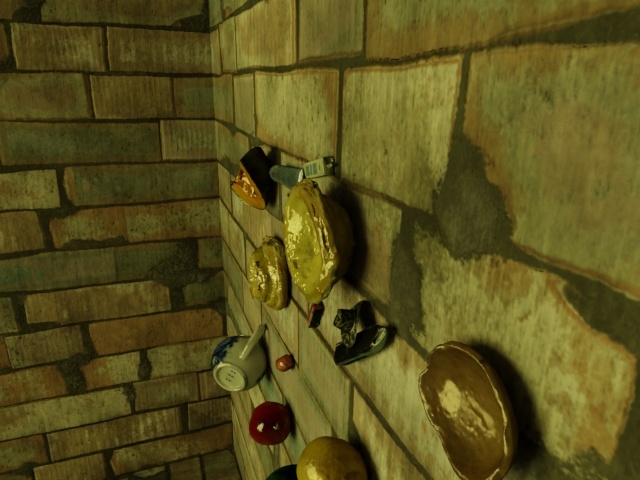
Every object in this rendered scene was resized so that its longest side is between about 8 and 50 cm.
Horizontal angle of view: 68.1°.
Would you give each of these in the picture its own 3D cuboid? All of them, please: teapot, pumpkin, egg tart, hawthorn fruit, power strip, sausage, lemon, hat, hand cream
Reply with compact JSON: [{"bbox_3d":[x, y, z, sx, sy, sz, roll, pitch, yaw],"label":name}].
[{"bbox_3d":[-0.357,0.537,2.166,0.423,0.253,0.280,-59,0,31],"label":"teapot"},{"bbox_3d":[-0.217,-0.225,1.729,0.169,0.148,0.312,42,163,-4],"label":"pumpkin"},{"bbox_3d":[-0.199,0.120,1.745,0.290,0.116,0.289,175,90,-69],"label":"egg tart"},{"bbox_3d":[-0.187,0.707,1.816,0.188,0.169,0.168,176,89,-66],"label":"hawthorn fruit"},{"bbox_3d":[-0.003,-0.186,1.222,0.191,0.030,0.047,-172,76,-70],"label":"power strip"},{"bbox_3d":[0.000,0.000,1.141,0.315,0.120,0.314,172,90,-69],"label":"egg tart"},{"bbox_3d":[-0.132,0.450,1.730,0.054,0.059,0.094,60,151,12],"label":"sausage"},{"bbox_3d":[0.029,0.570,1.163,0.207,0.170,0.169,144,118,-66],"label":"lemon"},{"bbox_3d":[0.058,0.178,1.064,0.121,0.051,0.121,-158,90,-81],"label":"hat"},{"bbox_3d":[-0.102,-0.193,1.468,0.256,0.055,0.088,-146,60,-62],"label":"hand cream"}]

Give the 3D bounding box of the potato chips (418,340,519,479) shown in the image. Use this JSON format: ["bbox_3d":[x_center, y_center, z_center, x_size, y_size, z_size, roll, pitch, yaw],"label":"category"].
[{"bbox_3d":[0.218,0.243,0.685,0.208,0.062,0.195,143,125,-69],"label":"potato chips"}]

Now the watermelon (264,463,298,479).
[{"bbox_3d":[-0.074,0.794,1.401,0.242,0.243,0.242,174,90,-71],"label":"watermelon"}]

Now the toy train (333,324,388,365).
[{"bbox_3d":[0.099,0.231,1.039,0.252,0.048,0.055,134,148,-59],"label":"toy train"}]

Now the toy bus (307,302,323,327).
[{"bbox_3d":[-0.017,0.215,1.381,0.110,0.031,0.043,106,158,-48],"label":"toy bus"}]
